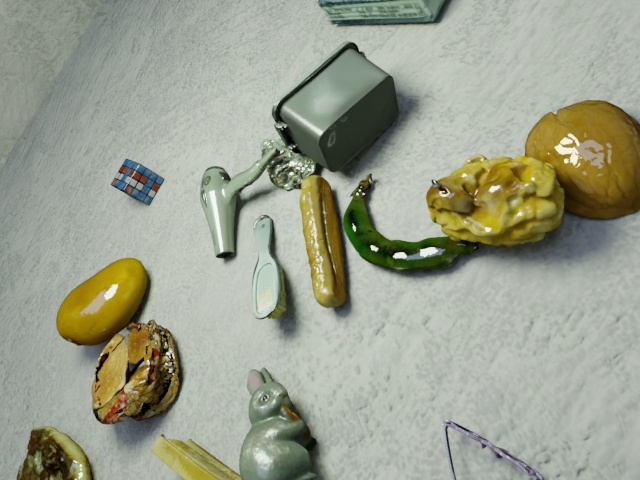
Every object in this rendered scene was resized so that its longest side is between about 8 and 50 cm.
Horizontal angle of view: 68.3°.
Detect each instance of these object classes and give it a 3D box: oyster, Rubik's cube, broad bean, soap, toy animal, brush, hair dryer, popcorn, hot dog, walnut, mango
[{"bbox_3d":[-0.077,-0.182,1.080,0.177,0.064,0.125,5,66,35],"label":"oyster"},{"bbox_3d":[-0.534,-0.171,1.376,0.092,0.092,0.092,20,79,40],"label":"Rubik's cube"},{"bbox_3d":[0.132,-0.015,0.850,0.144,0.049,0.292,-52,48,1],"label":"broad bean"},{"bbox_3d":[-0.191,0.414,0.832,0.251,0.092,0.037,12,73,39],"label":"soap"},{"bbox_3d":[-0.083,0.308,0.792,0.108,0.138,0.237,-59,42,43],"label":"toy animal"},{"bbox_3d":[-0.103,0.056,0.986,0.068,0.060,0.297,-31,39,18],"label":"brush"},{"bbox_3d":[-0.186,-0.076,1.072,0.267,0.092,0.229,-8,76,44],"label":"hair dryer"},{"bbox_3d":[0.263,-0.058,0.723,0.194,0.163,0.141,-4,105,23],"label":"popcorn"},{"bbox_3d":[0.002,-0.002,0.917,0.061,0.087,0.286,-26,51,29],"label":"hot dog"},{"bbox_3d":[0.399,-0.138,0.700,0.167,0.087,0.211,-33,52,13],"label":"walnut"},{"bbox_3d":[-0.541,0.160,1.183,0.254,0.139,0.175,-41,53,3],"label":"mango"}]

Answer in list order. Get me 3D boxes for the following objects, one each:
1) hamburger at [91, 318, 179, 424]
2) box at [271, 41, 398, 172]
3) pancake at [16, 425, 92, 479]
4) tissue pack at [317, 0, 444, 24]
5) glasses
[{"bbox_3d":[-0.411,0.293,1.045,0.230,0.106,0.231,-19,57,32],"label":"hamburger"},{"bbox_3d":[0.040,-0.262,0.958,0.243,0.163,0.135,-42,58,-9],"label":"box"},{"bbox_3d":[-0.585,0.619,1.042,0.426,0.066,0.305,22,89,39],"label":"pancake"},{"bbox_3d":[0.169,-0.621,1.100,0.315,0.103,0.228,22,82,41],"label":"tissue pack"},{"bbox_3d":[0.205,0.315,0.622,0.139,0.062,0.104,23,83,42],"label":"glasses"}]
